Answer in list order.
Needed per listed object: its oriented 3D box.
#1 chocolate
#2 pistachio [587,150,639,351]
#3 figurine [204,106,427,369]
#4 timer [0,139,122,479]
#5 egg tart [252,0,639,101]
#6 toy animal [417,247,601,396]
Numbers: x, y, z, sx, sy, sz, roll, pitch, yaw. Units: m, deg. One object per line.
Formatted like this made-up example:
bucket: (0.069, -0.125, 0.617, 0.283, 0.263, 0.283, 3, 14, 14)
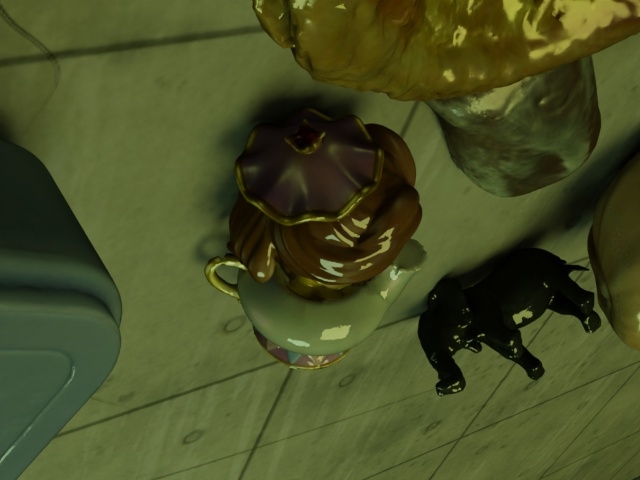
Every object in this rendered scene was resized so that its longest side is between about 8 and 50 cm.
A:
chocolate: (0.196, -0.114, 0.959, 0.157, 0.080, 0.254, -37, 152, 4)
pistachio: (0.438, -0.006, 1.231, 0.309, 0.230, 0.230, -48, 154, -12)
figurine: (0.000, 0.000, 0.871, 0.189, 0.142, 0.263, -2, 144, -10)
timer: (-0.341, 0.081, 0.592, 0.395, 0.173, 0.395, -26, 152, -15)
egg tart: (0.128, -0.271, 0.542, 0.443, 0.178, 0.443, -27, 150, -17)
toy animal: (0.217, 0.100, 1.247, 0.245, 0.146, 0.114, -24, 132, -24)
